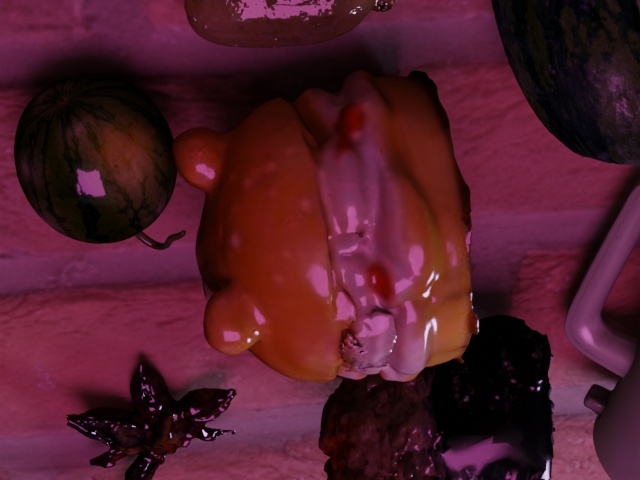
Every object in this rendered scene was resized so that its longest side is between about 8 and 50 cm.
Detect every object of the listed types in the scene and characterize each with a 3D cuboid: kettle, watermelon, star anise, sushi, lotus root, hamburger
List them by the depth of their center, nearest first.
[{"bbox_3d":[-0.023,-0.206,1.467,0.183,0.077,0.090,-2,131,-4],"label":"lotus root"},{"bbox_3d":[0.255,-0.229,1.470,0.250,0.292,0.283,6,113,42],"label":"watermelon"},{"bbox_3d":[0.000,0.000,1.522,0.236,0.276,0.276,-10,131,-10],"label":"hamburger"},{"bbox_3d":[-0.188,-0.055,1.531,0.140,0.141,0.187,-17,129,7],"label":"watermelon"},{"bbox_3d":[0.109,0.184,1.720,0.218,0.238,0.225,2,114,-4],"label":"sushi"},{"bbox_3d":[0.399,0.095,1.729,0.205,0.265,0.318,-16,140,-38],"label":"kettle"},{"bbox_3d":[-0.181,0.189,1.797,0.212,0.053,0.157,-33,127,22],"label":"star anise"}]
